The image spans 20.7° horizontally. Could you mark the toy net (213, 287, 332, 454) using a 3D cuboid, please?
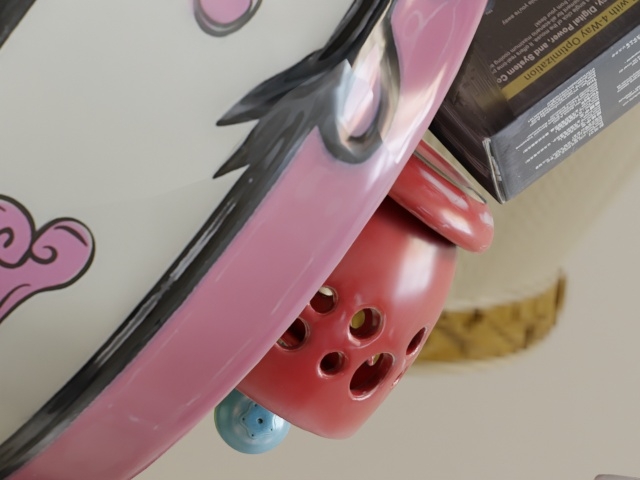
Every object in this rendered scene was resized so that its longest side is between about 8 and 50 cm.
[{"bbox_3d":[-0.036,0.069,1.518,0.122,0.232,0.045,33,176,-11],"label":"toy net"}]

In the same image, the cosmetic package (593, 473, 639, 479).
[{"bbox_3d":[0.237,0.341,0.717,0.329,0.394,0.327,3,-169,21],"label":"cosmetic package"}]

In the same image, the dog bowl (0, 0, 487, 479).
[{"bbox_3d":[-0.090,-0.066,0.702,0.150,0.408,0.408,36,-177,-19],"label":"dog bowl"}]

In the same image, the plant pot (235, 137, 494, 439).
[{"bbox_3d":[0.000,0.000,1.084,0.191,0.174,0.191,40,-172,-6],"label":"plant pot"}]

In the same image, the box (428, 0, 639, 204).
[{"bbox_3d":[0.162,-0.260,1.082,0.318,0.395,0.097,49,173,29],"label":"box"}]
